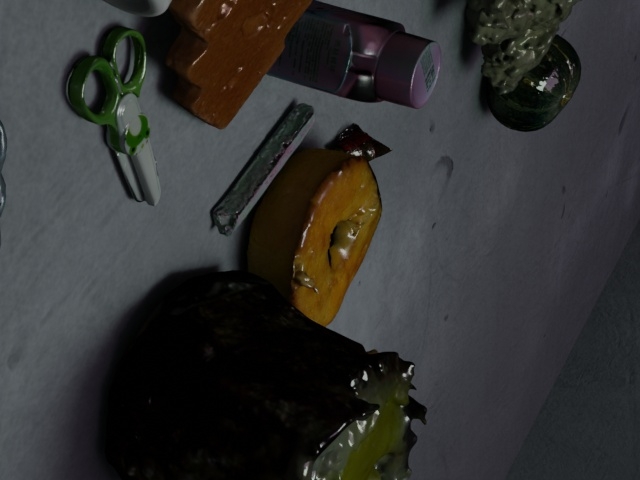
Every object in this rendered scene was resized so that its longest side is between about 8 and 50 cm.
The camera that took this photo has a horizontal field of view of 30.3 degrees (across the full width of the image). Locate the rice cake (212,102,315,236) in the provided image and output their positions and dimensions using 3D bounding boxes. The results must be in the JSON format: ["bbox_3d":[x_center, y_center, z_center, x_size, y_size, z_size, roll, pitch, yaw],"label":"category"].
[{"bbox_3d":[-0.067,-0.089,1.434,0.207,0.033,0.033,-55,162,-28],"label":"rice cake"}]

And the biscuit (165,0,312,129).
[{"bbox_3d":[-0.078,-0.230,1.200,0.284,0.043,0.306,-41,164,-44],"label":"biscuit"}]

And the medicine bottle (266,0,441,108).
[{"bbox_3d":[0.038,-0.215,1.365,0.119,0.188,0.094,-20,126,-61],"label":"medicine bottle"}]

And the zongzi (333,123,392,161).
[{"bbox_3d":[0.048,-0.133,1.637,0.083,0.073,0.067,-20,140,-8],"label":"zongzi"}]

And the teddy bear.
[{"bbox_3d":[0.301,-0.399,1.837,0.357,0.224,0.367,-50,165,-41],"label":"teddy bear"}]

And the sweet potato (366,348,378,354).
[{"bbox_3d":[0.033,0.252,1.894,0.218,0.051,0.065,-48,152,-39],"label":"sweet potato"}]

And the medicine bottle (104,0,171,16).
[{"bbox_3d":[-0.139,-0.297,1.026,0.187,0.103,0.103,-64,156,-13],"label":"medicine bottle"}]

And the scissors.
[{"bbox_3d":[-0.190,-0.108,1.159,0.101,0.027,0.204,-52,149,-33],"label":"scissors"}]

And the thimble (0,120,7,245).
[{"bbox_3d":[-0.317,-0.037,0.766,0.205,0.172,0.236,-24,131,-55],"label":"thimble"}]

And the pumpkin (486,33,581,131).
[{"bbox_3d":[0.375,-0.282,2.092,0.190,0.146,0.190,-31,149,-21],"label":"pumpkin"}]

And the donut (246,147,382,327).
[{"bbox_3d":[-0.001,-0.001,1.542,0.253,0.118,0.253,-42,141,-46],"label":"donut"}]

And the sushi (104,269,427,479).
[{"bbox_3d":[-0.064,0.220,1.349,0.281,0.294,0.299,-34,140,-45],"label":"sushi"}]
